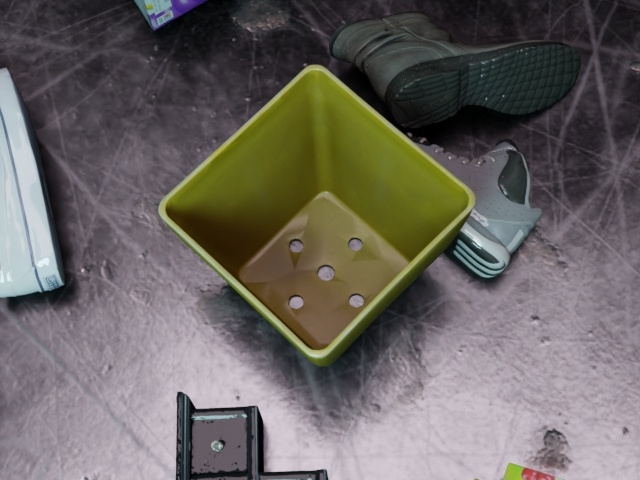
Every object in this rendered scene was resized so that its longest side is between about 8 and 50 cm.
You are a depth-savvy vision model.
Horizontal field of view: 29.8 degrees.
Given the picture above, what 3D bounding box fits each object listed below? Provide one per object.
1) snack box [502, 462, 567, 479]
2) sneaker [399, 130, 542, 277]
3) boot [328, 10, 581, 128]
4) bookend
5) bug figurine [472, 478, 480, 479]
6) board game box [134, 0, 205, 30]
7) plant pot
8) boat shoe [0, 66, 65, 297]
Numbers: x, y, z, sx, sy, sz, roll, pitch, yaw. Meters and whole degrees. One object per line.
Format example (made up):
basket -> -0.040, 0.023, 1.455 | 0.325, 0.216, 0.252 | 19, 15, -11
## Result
snack box -> 0.199, 0.287, 1.103 | 0.100, 0.037, 0.141 | 12, 73, 35
sneaker -> 0.135, -0.077, 1.259 | 0.228, 0.086, 0.132 | 43, 72, 7
boot -> 0.145, -0.206, 1.297 | 0.246, 0.083, 0.161 | -11, 42, -23
bookend -> -0.056, 0.226, 1.147 | 0.157, 0.072, 0.156 | -2, 68, 2
bug figurine -> 0.160, 0.352, 1.028 | 0.279, 0.072, 0.216 | 38, 112, 32
board game box -> -0.110, -0.382, 1.328 | 0.275, 0.144, 0.142 | -32, 74, -8
plant pot -> 0.000, 0.000, 1.172 | 0.212, 0.187, 0.212 | 42, 76, 16
boat shoe -> -0.336, -0.064, 1.266 | 0.084, 0.095, 0.258 | -14, 67, -7
